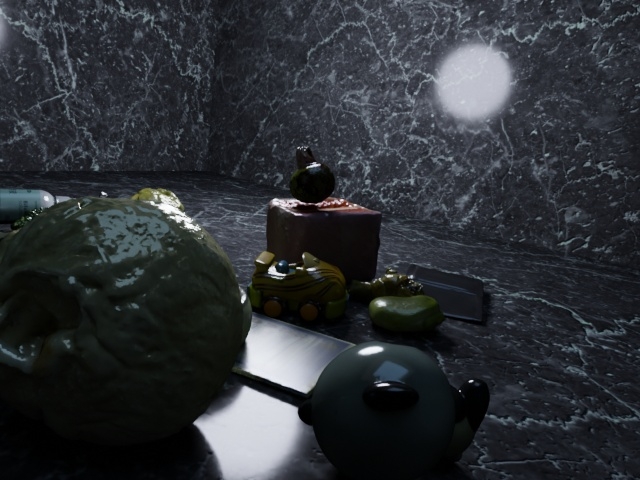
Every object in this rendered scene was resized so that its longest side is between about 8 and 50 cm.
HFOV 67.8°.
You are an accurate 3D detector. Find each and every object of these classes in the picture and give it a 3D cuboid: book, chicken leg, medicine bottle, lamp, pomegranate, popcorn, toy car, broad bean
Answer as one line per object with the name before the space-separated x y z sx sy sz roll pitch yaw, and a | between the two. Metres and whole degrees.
book | -0.116 0.207 0.940 0.322 0.018 0.228 13 16 24
chicken leg | 0.165 0.127 1.245 0.227 0.103 0.088 10 27 30
medicine bottle | -0.998 -0.121 1.651 0.351 0.110 0.110 -3 16 -34
lamp | 0.104 0.228 0.638 0.244 0.198 0.197 17 5 -35
pomegranate | -0.022 -0.183 1.371 0.125 0.163 0.138 12 -13 -29
popcorn | -0.494 -0.048 1.369 0.173 0.225 0.286 38 5 -13
toy car | -0.051 0.099 1.155 0.247 0.142 0.200 6 14 3
broad bean | 0.203 0.177 1.124 0.174 0.082 0.124 -5 14 -5

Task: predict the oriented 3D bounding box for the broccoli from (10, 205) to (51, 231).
broccoli | -0.649 0.006 1.168 0.198 0.226 0.176 44 40 -18

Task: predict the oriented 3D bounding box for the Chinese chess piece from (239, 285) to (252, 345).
Chinese chess piece | -0.243 0.143 0.909 0.237 0.092 0.238 7 15 -2

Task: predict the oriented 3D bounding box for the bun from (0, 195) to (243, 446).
bun | -0.288 0.110 0.635 0.349 0.352 0.227 -29 -1 7

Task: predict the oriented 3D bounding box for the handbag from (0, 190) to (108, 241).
handbag | -0.544 0.040 0.894 0.325 0.163 0.327 -14 24 -6

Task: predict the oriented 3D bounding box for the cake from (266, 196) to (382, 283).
cake | 0.000 0.000 1.413 0.308 0.230 0.237 -2 15 -33

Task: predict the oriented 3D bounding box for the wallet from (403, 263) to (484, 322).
wallet | 0.348 0.145 1.391 0.247 0.041 0.323 10 17 16
